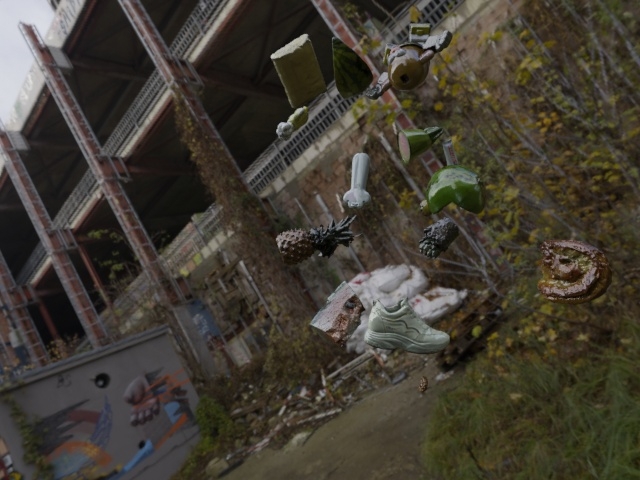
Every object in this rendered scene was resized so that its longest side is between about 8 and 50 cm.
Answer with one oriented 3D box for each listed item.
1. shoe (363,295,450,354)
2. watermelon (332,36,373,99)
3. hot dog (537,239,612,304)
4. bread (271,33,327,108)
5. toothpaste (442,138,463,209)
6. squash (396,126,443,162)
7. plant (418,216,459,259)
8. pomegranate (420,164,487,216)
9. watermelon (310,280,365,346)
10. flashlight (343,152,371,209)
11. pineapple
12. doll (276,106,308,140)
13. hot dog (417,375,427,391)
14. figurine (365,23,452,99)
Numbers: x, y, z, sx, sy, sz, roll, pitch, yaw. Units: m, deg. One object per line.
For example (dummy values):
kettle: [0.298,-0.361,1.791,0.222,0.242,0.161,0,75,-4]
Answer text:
shoe: [0.349,0.330,1.698,0.342,0.211,0.132,6,3,2]
watermelon: [0.138,-0.646,1.656,0.128,0.159,0.303,-3,-7,19]
hot dog: [0.381,0.047,0.660,0.065,0.099,0.147,2,4,3]
bread: [-0.060,-0.513,1.311,0.139,0.060,0.178,-39,-44,-11]
toothpaste: [0.414,-0.200,1.309,0.052,0.218,0.033,-28,15,-35]
squash: [0.319,-0.314,1.347,0.132,0.105,0.105,-18,-11,-7]
plant: [0.540,-0.012,1.975,0.194,0.129,0.132,-43,-27,-1]
pomegranate: [0.316,-0.122,1.046,0.143,0.122,0.169,-33,24,-36]
watermelon: [0.086,0.329,1.944,0.264,0.151,0.302,-48,4,-12]
flashlight: [0.132,-0.203,1.462,0.093,0.200,0.047,4,-11,15]
pineapple: [0.000,0.003,1.820,0.364,0.166,0.165,-13,-10,-1]
doll: [-0.104,-0.441,1.614,0.162,0.062,0.106,-50,-4,-27]
hot dog: [0.435,0.607,1.807,0.083,0.035,0.058,3,-78,-75]
figurine: [0.314,-0.640,1.539,0.342,0.167,0.285,-53,17,48]
